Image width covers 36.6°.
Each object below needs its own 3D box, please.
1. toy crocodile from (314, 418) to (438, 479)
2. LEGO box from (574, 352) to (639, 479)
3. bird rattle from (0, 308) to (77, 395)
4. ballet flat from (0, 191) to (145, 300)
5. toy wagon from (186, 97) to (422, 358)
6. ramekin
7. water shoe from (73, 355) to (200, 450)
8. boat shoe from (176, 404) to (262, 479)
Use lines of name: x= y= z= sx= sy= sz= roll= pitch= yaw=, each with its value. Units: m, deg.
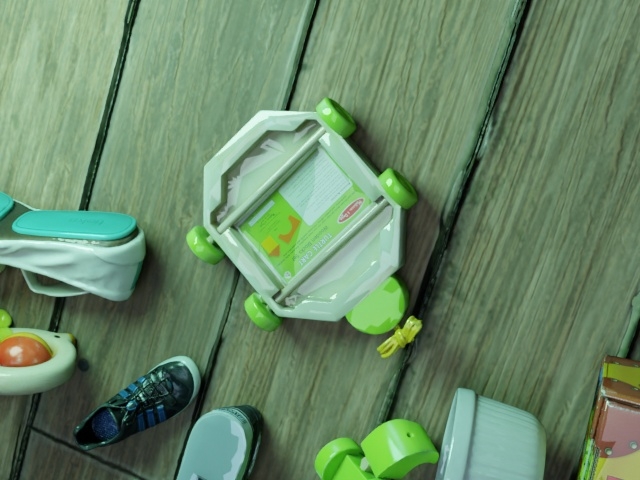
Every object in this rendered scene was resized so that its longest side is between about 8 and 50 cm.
toy crocodile: x=0.027 y=0.374 z=1.251 sx=0.340 sy=0.105 sz=0.115 roll=-61 pitch=37 yaw=10
LEGO box: x=0.516 y=0.376 z=1.051 sx=0.500 sy=0.193 sz=0.372 roll=14 pitch=101 yaw=16
bird rattle: x=-0.438 y=0.157 z=1.312 sx=0.207 sy=0.253 sz=0.143 roll=2 pitch=98 yaw=-7
ballet flat: x=-0.430 y=0.009 z=1.351 sx=0.400 sy=0.139 sz=0.139 roll=11 pitch=100 yaw=15
toy wagon: x=0.000 y=0.000 z=1.235 sx=0.267 sy=0.068 sz=0.344 roll=-43 pitch=84 yaw=18
ramekin: x=0.194 y=0.285 z=1.142 sx=0.109 sy=0.207 sz=0.207 roll=11 pitch=100 yaw=6
water shoe: x=-0.251 y=0.234 z=1.336 sx=0.203 sy=0.080 sz=0.073 roll=-36 pitch=86 yaw=18
boat shoe: x=-0.163 y=0.361 z=1.313 sx=0.113 sy=0.105 sz=0.306 roll=20 pitch=96 yaw=18
